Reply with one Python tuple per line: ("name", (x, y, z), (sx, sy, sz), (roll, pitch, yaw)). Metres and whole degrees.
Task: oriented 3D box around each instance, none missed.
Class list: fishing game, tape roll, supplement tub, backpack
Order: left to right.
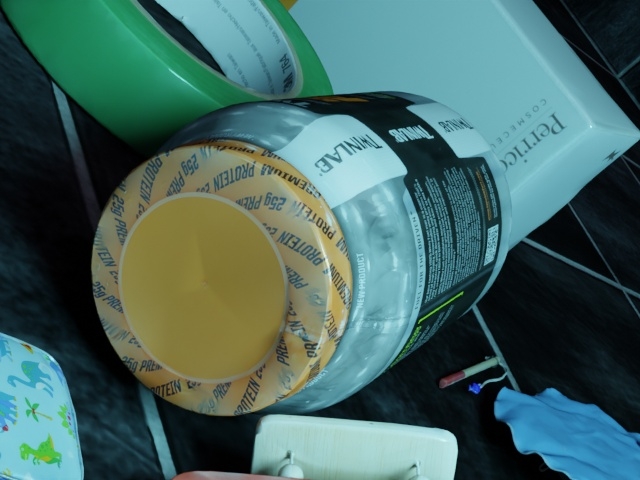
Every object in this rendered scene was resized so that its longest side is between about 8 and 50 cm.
("backpack", (-0.163, 0.086, 0.484), (0.114, 0.084, 0.105), (23, 32, -39))
("tape roll", (-0.127, -0.185, 0.965), (0.321, 0.077, 0.321), (37, 27, -22))
("supplement tub", (0.000, 0.000, 0.753), (0.193, 0.193, 0.316), (51, 23, 8))
("fishing game", (0.231, 0.185, 0.981), (0.264, 0.041, 0.189), (31, 19, 23))

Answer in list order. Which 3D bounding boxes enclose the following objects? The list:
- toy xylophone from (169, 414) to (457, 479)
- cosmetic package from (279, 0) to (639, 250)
("toy xylophone", (0.045, 0.217, 0.531), (0.236, 0.081, 0.322), (1, 34, -11))
("cosmetic package", (0.093, -0.210, 1.187), (0.453, 0.230, 0.161), (56, 26, 19))
